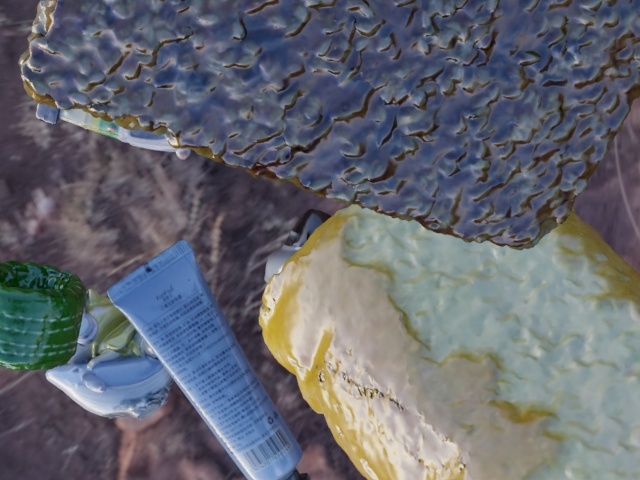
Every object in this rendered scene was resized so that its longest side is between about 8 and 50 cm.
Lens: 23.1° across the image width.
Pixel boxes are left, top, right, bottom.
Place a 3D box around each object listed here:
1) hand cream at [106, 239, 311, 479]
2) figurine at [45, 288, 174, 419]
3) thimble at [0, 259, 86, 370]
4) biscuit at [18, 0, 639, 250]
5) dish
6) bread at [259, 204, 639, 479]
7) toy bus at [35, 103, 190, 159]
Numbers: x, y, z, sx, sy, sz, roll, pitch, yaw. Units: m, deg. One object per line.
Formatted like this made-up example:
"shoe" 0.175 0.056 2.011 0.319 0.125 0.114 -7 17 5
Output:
"hand cream" -0.095 0.133 1.500 0.091 0.058 0.271 -34 102 -8
"figurine" -0.247 0.138 1.971 0.208 0.128 0.184 -22 68 -2
"thimble" -0.292 0.072 1.528 0.118 0.130 0.090 23 105 44
"biscuit" 0.019 -0.073 0.556 0.230 0.025 0.131 15 116 -26
"dish" 0.000 0.000 1.819 0.141 0.141 0.078 -5 99 12
"bread" 0.141 0.119 1.057 0.236 0.165 0.375 -39 57 -5
"toy bus" -0.139 -0.206 1.557 0.179 0.305 0.143 21 118 8
